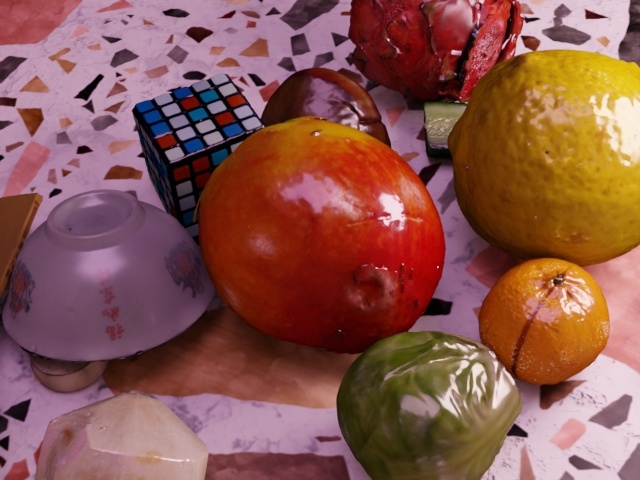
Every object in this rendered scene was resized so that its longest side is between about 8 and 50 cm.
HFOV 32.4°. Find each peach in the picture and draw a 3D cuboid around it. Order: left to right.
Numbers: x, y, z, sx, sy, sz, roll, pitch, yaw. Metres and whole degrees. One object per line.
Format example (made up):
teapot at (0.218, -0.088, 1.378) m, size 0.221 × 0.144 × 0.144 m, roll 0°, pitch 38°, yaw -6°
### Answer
peach at (0.000, 0.000, 1.631) m, size 0.370 × 0.370 × 0.370 m, roll -3°, pitch 47°, yaw 3°

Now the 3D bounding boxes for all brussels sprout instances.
brussels sprout at (0.143, 0.227, 1.483) m, size 0.244 × 0.244 × 0.244 m, roll -3°, pitch 47°, yaw 3°

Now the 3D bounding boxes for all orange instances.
orange at (0.324, 0.113, 1.599) m, size 0.193 × 0.161 × 0.193 m, roll -6°, pitch 45°, yaw 7°

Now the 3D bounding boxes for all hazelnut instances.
hazelnut at (0.018, -0.180, 1.889) m, size 0.229 × 0.229 × 0.229 m, roll -3°, pitch 47°, yaw 3°

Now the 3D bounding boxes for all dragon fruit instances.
dragon fruit at (0.203, -0.386, 1.996) m, size 0.301 × 0.296 × 0.296 m, roll 10°, pitch 48°, yaw 33°

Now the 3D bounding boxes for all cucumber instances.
cucumber at (0.235, -0.186, 1.952) m, size 0.115 × 0.062 × 0.116 m, roll 2°, pitch 55°, yaw 10°

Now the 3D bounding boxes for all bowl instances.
bowl at (-0.336, 0.022, 1.706) m, size 0.345 × 0.157 × 0.345 m, roll -3°, pitch 33°, yaw 2°

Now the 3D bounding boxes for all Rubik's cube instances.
Rubik's cube at (-0.195, -0.144, 1.875) m, size 0.182 × 0.187 × 0.184 m, roll -22°, pitch 50°, yaw -14°

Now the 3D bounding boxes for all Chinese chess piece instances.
Chinese chess piece at (-0.385, 0.174, 1.693) m, size 0.122 × 0.051 × 0.122 m, roll -4°, pitch 48°, yaw 5°

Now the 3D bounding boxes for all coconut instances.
coconut at (-0.262, 0.305, 1.431) m, size 0.241 × 0.241 × 0.241 m, roll -3°, pitch 47°, yaw 3°

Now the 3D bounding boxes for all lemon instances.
lemon at (0.383, -0.126, 1.694) m, size 0.387 × 0.350 × 0.350 m, roll 13°, pitch 50°, yaw 14°

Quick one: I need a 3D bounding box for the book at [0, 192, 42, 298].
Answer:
book at (-0.614, 0.084, 1.766) m, size 0.268 × 0.032 × 0.389 m, roll -9°, pitch 45°, yaw 20°
